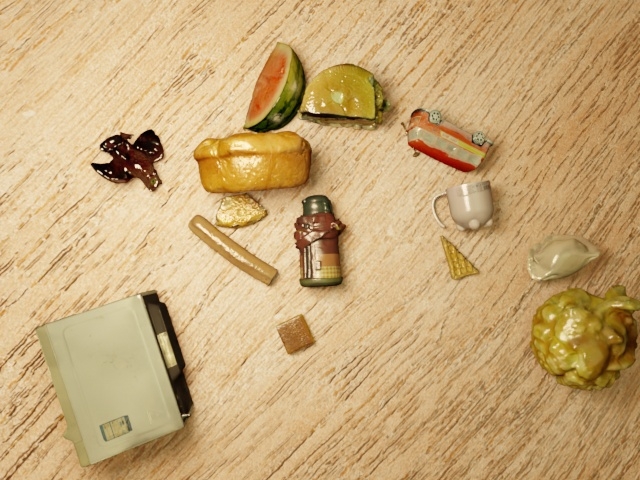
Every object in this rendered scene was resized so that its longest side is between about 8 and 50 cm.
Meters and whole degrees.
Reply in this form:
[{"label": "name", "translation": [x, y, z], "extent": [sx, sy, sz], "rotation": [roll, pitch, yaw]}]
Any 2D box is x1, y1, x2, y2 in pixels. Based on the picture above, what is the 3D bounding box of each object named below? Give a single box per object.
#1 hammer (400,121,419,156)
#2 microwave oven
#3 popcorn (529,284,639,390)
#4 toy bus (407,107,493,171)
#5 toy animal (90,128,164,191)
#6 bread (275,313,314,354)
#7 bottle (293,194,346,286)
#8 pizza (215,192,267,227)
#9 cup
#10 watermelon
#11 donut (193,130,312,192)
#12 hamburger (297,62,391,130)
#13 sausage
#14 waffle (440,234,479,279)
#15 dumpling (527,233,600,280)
[{"label": "hammer", "translation": [0.291, -0.331, 1.358], "extent": [0.029, 0.014, 0.123], "rotation": [-22, 88, -20]}, {"label": "microwave oven", "translation": [-0.515, 0.338, 1.096], "extent": [0.286, 0.218, 0.355], "rotation": [-20, 89, -10]}, {"label": "popcorn", "translation": [0.804, 0.286, 1.280], "extent": [0.279, 0.274, 0.336], "rotation": [4, 76, 20]}, {"label": "toy bus", "translation": [0.395, -0.314, 1.317], "extent": [0.265, 0.121, 0.120], "rotation": [24, 88, -8]}, {"label": "toy animal", "translation": [-0.540, -0.226, 1.205], "extent": [0.218, 0.116, 0.180], "rotation": [-51, 124, -35]}, {"label": "bread", "translation": [-0.077, 0.282, 1.254], "extent": [0.090, 0.035, 0.094], "rotation": [-24, 90, -9]}, {"label": "bottle", "translation": [0.000, 0.000, 1.231], "extent": [0.156, 0.143, 0.271], "rotation": [-2, 85, -9]}, {"label": "pizza", "translation": [-0.244, -0.089, 1.253], "extent": [0.160, 0.036, 0.099], "rotation": [-14, 89, -10]}, {"label": "cup", "translation": [0.456, -0.103, 1.308], "extent": [0.173, 0.134, 0.142], "rotation": [-9, 90, -10]}, {"label": "watermelon", "translation": [-0.108, -0.456, 1.280], "extent": [0.128, 0.159, 0.304], "rotation": [24, 83, -45]}, {"label": "donut", "translation": [-0.179, -0.213, 1.154], "extent": [0.317, 0.299, 0.150], "rotation": [-2, 99, 24]}, {"label": "hamburger", "translation": [0.075, -0.434, 1.254], "extent": [0.287, 0.167, 0.192], "rotation": [4, 87, -8]}, {"label": "sausage", "translation": [-0.261, 0.029, 1.231], "extent": [0.301, 0.066, 0.066], "rotation": [36, 82, -3]}, {"label": "waffle", "translation": [0.451, 0.046, 1.353], "extent": [0.097, 0.023, 0.153], "rotation": [-16, 88, -10]}, {"label": "dumpling", "translation": [0.775, 0.044, 1.359], "extent": [0.228, 0.124, 0.151], "rotation": [-23, 52, -1]}]
